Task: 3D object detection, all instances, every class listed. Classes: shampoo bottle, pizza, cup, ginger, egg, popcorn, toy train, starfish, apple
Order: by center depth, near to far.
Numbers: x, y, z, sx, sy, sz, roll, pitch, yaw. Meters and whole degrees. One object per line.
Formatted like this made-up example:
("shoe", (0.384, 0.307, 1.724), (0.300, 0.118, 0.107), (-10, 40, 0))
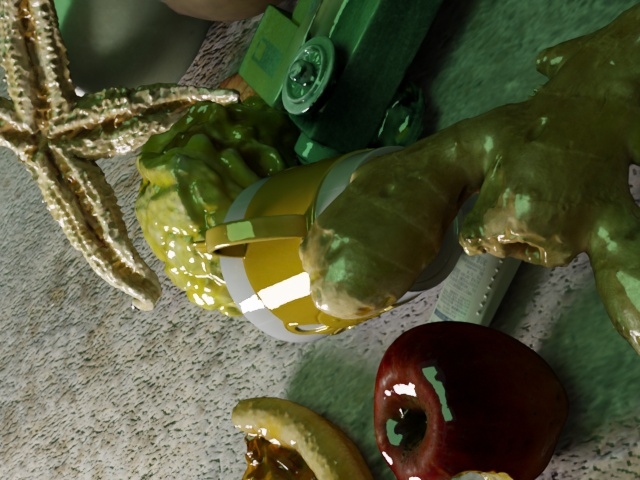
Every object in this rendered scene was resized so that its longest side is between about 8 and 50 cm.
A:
("ginger", (0.184, -0.067, 1.068), (0.363, 0.122, 0.348), (6, 68, 25))
("apple", (0.137, 0.146, 1.089), (0.156, 0.158, 0.147), (26, 113, 52))
("shampoo bottle", (0.144, 0.066, 1.199), (0.072, 0.049, 0.212), (35, 105, 50))
("cup", (0.000, 0.000, 1.234), (0.226, 0.241, 0.186), (-19, 74, 55))
("pizza", (-0.014, 0.293, 1.302), (0.182, 0.074, 0.365), (-51, 41, 16))
("toy train", (0.054, -0.276, 1.360), (0.397, 0.160, 0.253), (-63, 30, 15))
("popcorn", (-0.115, -0.051, 1.434), (0.173, 0.225, 0.286), (-34, 54, 37))
("starfish", (-0.285, -0.148, 1.600), (0.324, 0.432, 0.082), (-45, 9, 8))
("egg", (-0.282, -0.332, 1.722), (0.258, 0.258, 0.352), (23, 83, 53))

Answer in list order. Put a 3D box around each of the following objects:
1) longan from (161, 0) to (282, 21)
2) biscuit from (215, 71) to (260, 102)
("longan", (-0.126, -0.434, 1.501), (0.319, 0.318, 0.319), (-23, 60, 47))
("biscuit", (-0.119, -0.135, 1.632), (0.228, 0.031, 0.176), (-33, 54, 41))
